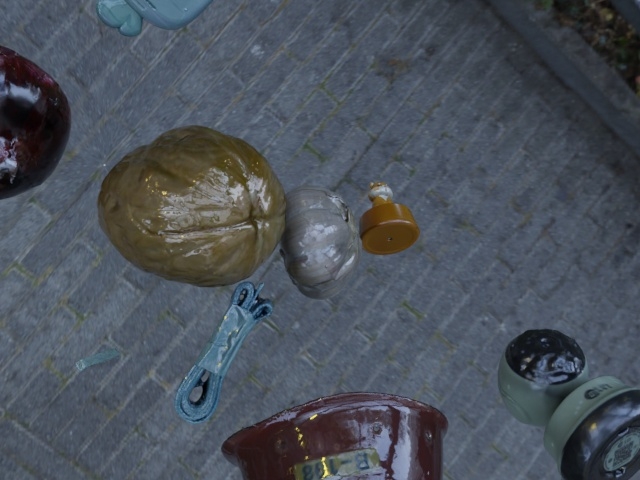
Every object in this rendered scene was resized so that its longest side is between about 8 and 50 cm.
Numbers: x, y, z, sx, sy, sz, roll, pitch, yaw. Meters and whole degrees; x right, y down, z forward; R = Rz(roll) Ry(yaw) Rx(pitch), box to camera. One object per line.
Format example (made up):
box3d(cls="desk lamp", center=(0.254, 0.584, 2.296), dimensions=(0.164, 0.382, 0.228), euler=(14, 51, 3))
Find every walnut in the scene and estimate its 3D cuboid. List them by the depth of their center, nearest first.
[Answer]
box3d(cls="walnut", center=(-0.213, -0.058, 1.303), dimensions=(0.277, 0.313, 0.252), euler=(-49, 133, -26))

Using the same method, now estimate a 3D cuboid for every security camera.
box3d(cls="security camera", center=(0.420, 0.272, 1.333), dimensions=(0.197, 0.277, 0.191), euler=(-23, 127, -17))

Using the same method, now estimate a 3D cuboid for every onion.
box3d(cls="onion", center=(-0.606, -0.202, 1.423), dimensions=(0.314, 0.232, 0.314), euler=(-21, 135, -23))

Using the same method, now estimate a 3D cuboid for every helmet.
box3d(cls="helmet", center=(0.035, 0.418, 1.246), dimensions=(0.384, 0.337, 0.230), euler=(-10, 55, 3))

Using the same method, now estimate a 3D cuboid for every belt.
box3d(cls="belt", center=(-0.184, 0.212, 1.504), dimensions=(0.087, 0.072, 0.302), euler=(30, 87, 1))

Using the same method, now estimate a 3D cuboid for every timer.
box3d(cls="timer", center=(0.138, -0.065, 1.693), dimensions=(0.132, 0.132, 0.152), euler=(1, 57, -16))

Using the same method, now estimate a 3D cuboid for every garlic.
box3d(cls="garlic", center=(-0.001, -0.004, 1.489), dimensions=(0.152, 0.228, 0.228), euler=(-14, 99, 4))

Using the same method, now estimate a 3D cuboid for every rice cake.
box3d(cls="rice cake", center=(-0.456, 0.243, 1.602), dimensions=(0.021, 0.121, 0.022), euler=(-34, 82, 23))

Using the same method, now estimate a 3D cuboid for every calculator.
box3d(cls="calculator", center=(-0.236, -0.448, 1.246), dimensions=(0.299, 0.041, 0.185), euler=(-48, 128, -3))
